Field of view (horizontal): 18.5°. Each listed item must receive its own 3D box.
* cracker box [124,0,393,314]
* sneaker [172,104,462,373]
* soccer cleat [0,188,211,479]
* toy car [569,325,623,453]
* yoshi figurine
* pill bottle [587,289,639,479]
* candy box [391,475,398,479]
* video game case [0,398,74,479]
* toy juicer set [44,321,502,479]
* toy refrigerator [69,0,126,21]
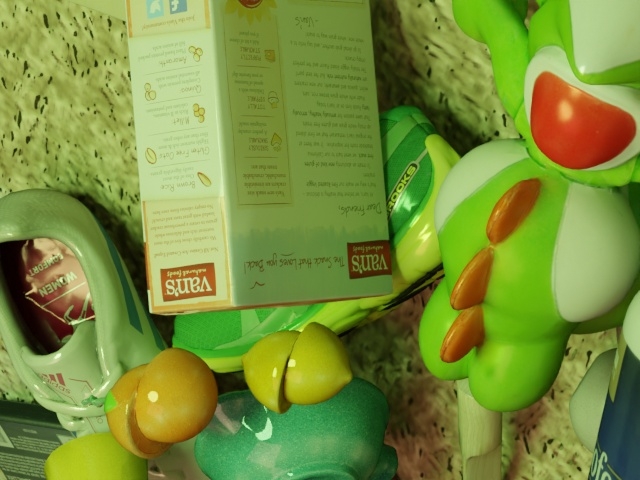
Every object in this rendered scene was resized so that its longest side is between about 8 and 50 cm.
[{"bbox_3d":[-0.035,-0.077,1.127,0.067,0.156,0.232,-7,87,35],"label":"cracker box"},{"bbox_3d":[0.000,0.000,1.286,0.295,0.109,0.123,-33,80,45],"label":"sneaker"},{"bbox_3d":[-0.145,0.116,1.373,0.116,0.143,0.331,-33,92,13],"label":"soccer cleat"},{"bbox_3d":[0.231,0.119,1.190,0.159,0.136,0.182,32,134,8],"label":"toy car"},{"bbox_3d":[0.165,-0.076,1.087,0.203,0.203,0.362,9,120,-26],"label":"yoshi figurine"},{"bbox_3d":[0.223,0.103,1.024,0.153,0.153,0.264,18,114,20],"label":"pill bottle"},{"bbox_3d":[-0.011,0.221,1.479,0.187,0.053,0.109,-25,107,40],"label":"candy box"},{"bbox_3d":[-0.164,0.246,1.578,0.196,0.026,0.274,1,126,51],"label":"video game case"},{"bbox_3d":[-0.005,0.112,1.290,0.329,0.089,0.209,0,140,-21],"label":"toy juicer set"},{"bbox_3d":[-0.107,-0.267,1.141,0.102,0.094,0.269,20,132,9],"label":"toy refrigerator"}]
